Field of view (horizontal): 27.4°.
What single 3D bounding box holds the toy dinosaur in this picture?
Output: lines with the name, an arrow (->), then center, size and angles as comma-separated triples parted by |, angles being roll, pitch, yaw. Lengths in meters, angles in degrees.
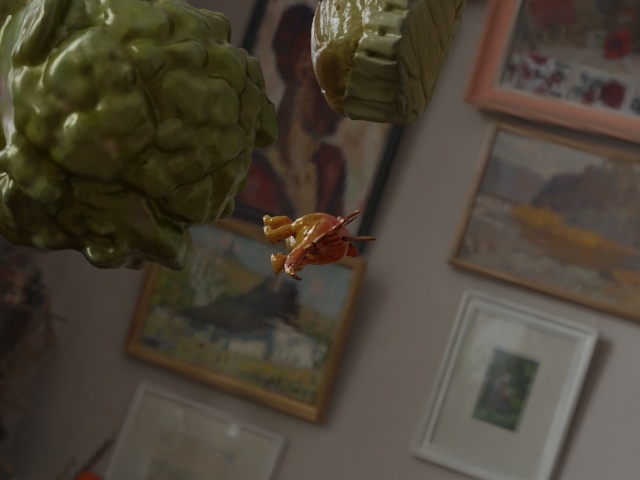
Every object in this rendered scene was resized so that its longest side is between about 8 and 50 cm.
toy dinosaur -> 0.000, 0.000, 1.436 | 0.117, 0.070, 0.288 | -14, 6, -3

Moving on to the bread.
bread -> 0.063, -0.215, 1.204 | 0.106, 0.236, 0.140 | 6, -40, 20

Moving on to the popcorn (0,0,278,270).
popcorn -> -0.160, -0.085, 0.969 | 0.259, 0.212, 0.259 | 8, -9, 1
